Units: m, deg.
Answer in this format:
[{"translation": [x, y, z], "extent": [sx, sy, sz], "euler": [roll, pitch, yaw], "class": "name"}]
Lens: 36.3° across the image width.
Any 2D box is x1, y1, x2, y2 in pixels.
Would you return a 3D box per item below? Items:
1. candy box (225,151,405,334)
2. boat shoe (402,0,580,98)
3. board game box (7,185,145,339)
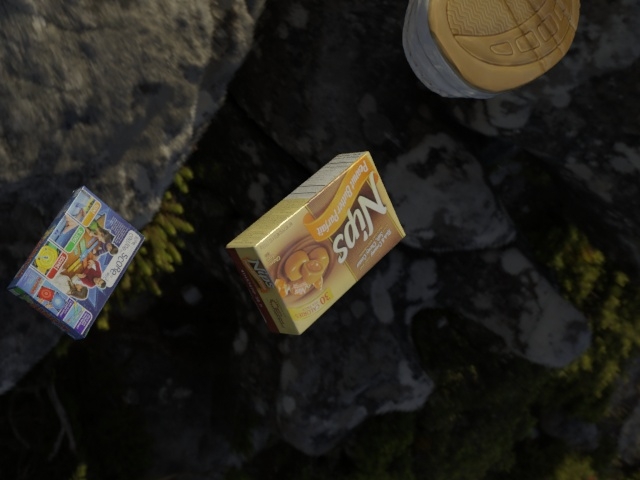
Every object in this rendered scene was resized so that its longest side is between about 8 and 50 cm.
[{"translation": [0.000, 0.000, 1.717], "extent": [0.316, 0.087, 0.183], "euler": [-42, 117, -35], "class": "candy box"}, {"translation": [0.103, -0.163, 0.612], "extent": [0.098, 0.096, 0.277], "euler": [54, 43, -19], "class": "boat shoe"}, {"translation": [-0.376, 0.034, 1.523], "extent": [0.136, 0.035, 0.201], "euler": [44, 55, -25], "class": "board game box"}]
